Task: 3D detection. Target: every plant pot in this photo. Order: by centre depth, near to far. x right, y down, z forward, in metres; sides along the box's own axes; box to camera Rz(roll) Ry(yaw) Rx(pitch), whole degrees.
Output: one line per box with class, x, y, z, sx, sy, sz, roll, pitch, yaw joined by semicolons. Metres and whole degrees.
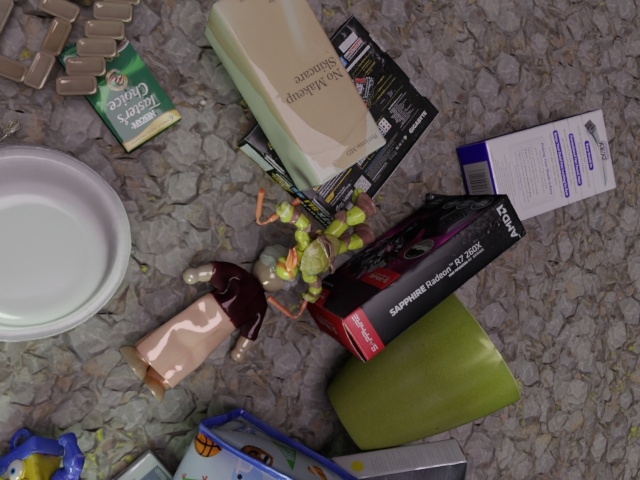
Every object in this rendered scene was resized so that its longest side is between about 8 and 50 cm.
plant pot;0.170;0.262;0.995;0.293;0.275;0.275;-34;105;0

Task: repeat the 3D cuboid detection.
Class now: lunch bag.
lunch bag;-0.068;0.493;0.782;0.385;0.239;0.328;26;86;14

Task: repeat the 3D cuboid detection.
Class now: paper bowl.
paper bowl;-0.419;0.006;0.749;0.284;0.148;0.285;-8;106;-29

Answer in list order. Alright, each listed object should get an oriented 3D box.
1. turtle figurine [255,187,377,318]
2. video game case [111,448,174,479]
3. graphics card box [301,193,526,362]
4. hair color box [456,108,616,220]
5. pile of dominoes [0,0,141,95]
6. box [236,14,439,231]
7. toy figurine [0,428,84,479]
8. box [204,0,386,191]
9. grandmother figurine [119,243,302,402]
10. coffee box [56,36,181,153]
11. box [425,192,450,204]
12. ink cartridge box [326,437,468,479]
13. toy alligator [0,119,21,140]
turtle figurine;0.000;0.000;0.871;0.217;0.087;0.270;-33;129;-26
video game case;-0.312;0.500;0.914;0.183;0.023;0.201;-39;106;-16
graphics card box;0.160;0.049;0.962;0.370;0.233;0.094;-34;103;-12
hair color box;0.484;-0.162;1.164;0.338;0.110;0.185;-17;98;-19
pile of dominoes;-0.396;-0.343;0.814;0.195;0.040;0.251;22;82;-5
box;0.042;-0.215;0.997;0.257;0.079;0.322;41;78;-17
toy figurine;-0.450;0.410;0.811;0.362;0.191;0.217;-34;63;6
box;-0.042;-0.250;0.856;0.148;0.121;0.311;-36;101;-15
grandmother figurine;-0.174;0.120;0.918;0.342;0.104;0.208;-36;133;-20
coffee box;-0.327;-0.249;0.862;0.113;0.040;0.184;-37;105;-16
box;0.255;-0.057;1.122;0.067;0.018;0.083;5;91;-23
ink cartridge box;0.109;0.523;0.978;0.307;0.072;0.304;-6;116;-10
toy alligator;-0.519;-0.107;0.788;0.189;0.056;0.051;-44;149;-16
